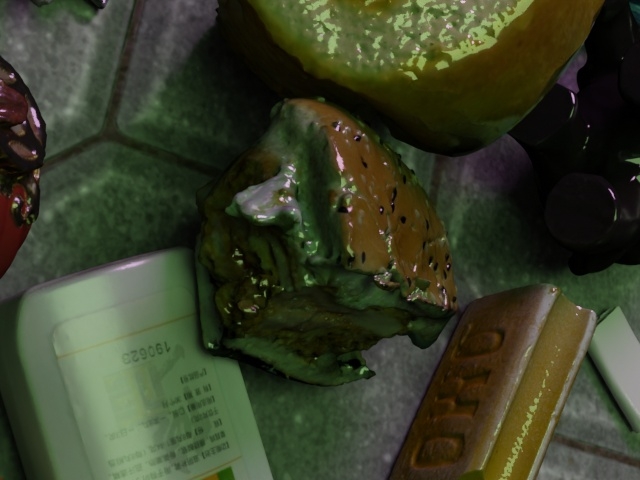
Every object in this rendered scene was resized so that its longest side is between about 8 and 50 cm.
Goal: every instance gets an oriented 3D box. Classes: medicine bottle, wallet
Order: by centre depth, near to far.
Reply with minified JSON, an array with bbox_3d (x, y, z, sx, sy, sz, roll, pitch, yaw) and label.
[{"bbox_3d":[-0.133,0.179,1.023,0.179,0.124,0.324,-17,88,-38],"label":"medicine bottle"},{"bbox_3d":[0.313,0.131,1.340,0.061,0.025,0.122,-35,98,-28],"label":"wallet"}]

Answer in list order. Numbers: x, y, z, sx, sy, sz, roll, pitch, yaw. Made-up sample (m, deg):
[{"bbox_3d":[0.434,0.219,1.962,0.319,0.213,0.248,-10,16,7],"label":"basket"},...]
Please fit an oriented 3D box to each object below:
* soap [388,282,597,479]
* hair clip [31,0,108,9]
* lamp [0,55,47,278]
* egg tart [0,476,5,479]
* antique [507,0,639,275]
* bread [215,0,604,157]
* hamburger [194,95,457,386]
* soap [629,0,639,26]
[{"bbox_3d":[0.149,0.158,1.176,0.073,0.140,0.232,34,66,-16],"label":"soap"},{"bbox_3d":[-0.240,-0.270,1.089,0.187,0.056,0.146,41,57,-13],"label":"hair clip"},{"bbox_3d":[-0.292,-0.059,0.924,0.227,0.227,0.227,6,77,-29],"label":"lamp"},{"bbox_3d":[-0.310,0.285,0.909,0.297,0.132,0.297,4,74,-14],"label":"egg tart"},{"bbox_3d":[0.304,-0.117,1.268,0.255,0.185,0.322,25,89,-56],"label":"antique"},{"bbox_3d":[0.121,-0.250,1.109,0.264,0.239,0.395,42,81,-1],"label":"bread"},{"bbox_3d":[0.000,0.000,1.055,0.288,0.167,0.192,27,49,-61],"label":"hamburger"},{"bbox_3d":[0.301,-0.372,1.376,0.156,0.077,0.293,-7,85,-54],"label":"soap"}]
